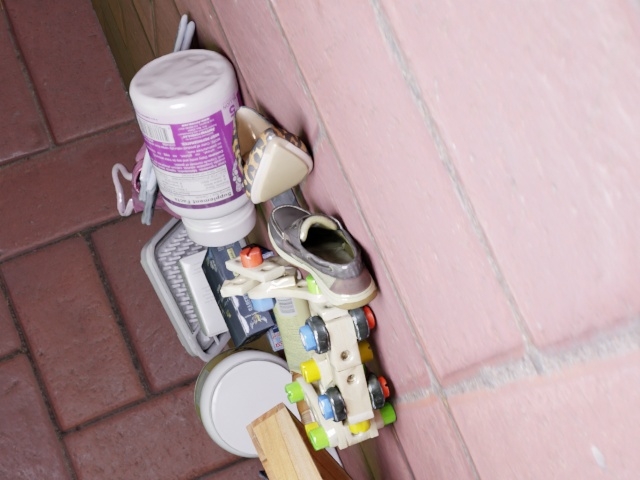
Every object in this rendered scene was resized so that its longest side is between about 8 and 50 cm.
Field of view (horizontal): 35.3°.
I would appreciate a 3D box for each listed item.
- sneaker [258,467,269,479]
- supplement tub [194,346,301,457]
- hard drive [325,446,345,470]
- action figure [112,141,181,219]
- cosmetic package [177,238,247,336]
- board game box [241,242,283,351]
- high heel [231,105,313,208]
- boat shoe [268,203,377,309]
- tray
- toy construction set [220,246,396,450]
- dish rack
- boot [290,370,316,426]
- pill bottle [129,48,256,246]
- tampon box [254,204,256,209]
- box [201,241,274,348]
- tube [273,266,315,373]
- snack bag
[{"bbox_3d":[-0.038,0.467,1.840,0.180,0.124,0.321,43,177,4],"label":"sneaker"},{"bbox_3d":[-0.155,0.351,2.201,0.316,0.228,0.228,162,87,-78],"label":"supplement tub"},{"bbox_3d":[0.046,0.542,2.088,0.203,0.040,0.307,105,143,-71],"label":"hard drive"},{"bbox_3d":[-0.367,-0.165,2.217,0.370,0.276,0.248,-96,-7,-80],"label":"action figure"},{"bbox_3d":[-0.218,0.104,2.245,0.151,0.151,0.183,170,80,-79],"label":"cosmetic package"},{"bbox_3d":[-0.107,0.111,1.968,0.194,0.060,0.194,-163,53,-76],"label":"board game box"},{"bbox_3d":[-0.085,-0.139,1.323,0.261,0.093,0.186,84,160,-71],"label":"high heel"},{"bbox_3d":[-0.001,0.001,1.239,0.223,0.080,0.073,47,150,50],"label":"boat shoe"},{"bbox_3d":[0.039,0.432,1.524,0.411,0.076,0.203,54,-178,-43],"label":"tray"},{"bbox_3d":[-0.001,0.146,1.356,0.327,0.151,0.215,62,173,-22],"label":"toy construction set"},{"bbox_3d":[-0.307,0.098,2.396,0.332,0.072,0.285,67,-151,-20],"label":"dish rack"},{"bbox_3d":[-0.015,0.301,1.893,0.197,0.073,0.152,103,152,-73],"label":"boot"},{"bbox_3d":[-0.192,-0.142,1.632,0.169,0.169,0.301,-124,17,-48],"label":"pill bottle"},{"bbox_3d":[-0.209,-0.099,1.906,0.101,0.120,0.161,132,117,-76],"label":"tampon box"},{"bbox_3d":[-0.160,0.101,1.895,0.183,0.059,0.232,66,167,6],"label":"box"},{"bbox_3d":[-0.041,0.152,1.731,0.070,0.062,0.240,-114,8,-53],"label":"tube"},{"bbox_3d":[-0.292,-0.213,1.874,0.342,0.037,0.323,138,145,-76],"label":"snack bag"}]
